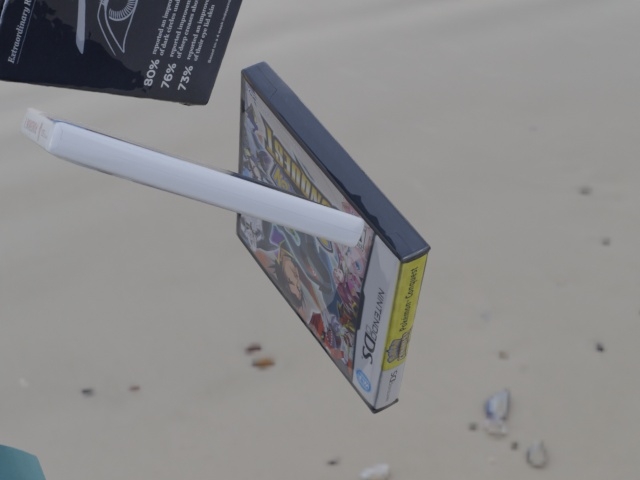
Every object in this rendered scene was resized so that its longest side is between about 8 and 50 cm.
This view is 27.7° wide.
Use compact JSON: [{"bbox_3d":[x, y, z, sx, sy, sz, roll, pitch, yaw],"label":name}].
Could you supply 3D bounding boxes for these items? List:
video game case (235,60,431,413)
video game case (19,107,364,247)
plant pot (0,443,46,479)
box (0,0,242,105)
[{"bbox_3d":[0.000,0.000,1.272,0.035,0.248,0.275,-25,57,-23],"label":"video game case"},{"bbox_3d":[-0.092,-0.044,0.860,0.201,0.023,0.183,18,2,-20],"label":"video game case"},{"bbox_3d":[-0.470,0.361,1.694,0.234,0.165,0.165,4,54,-53],"label":"plant pot"},{"bbox_3d":[-0.166,-0.196,0.959,0.207,0.153,0.108,4,25,-45],"label":"box"}]
